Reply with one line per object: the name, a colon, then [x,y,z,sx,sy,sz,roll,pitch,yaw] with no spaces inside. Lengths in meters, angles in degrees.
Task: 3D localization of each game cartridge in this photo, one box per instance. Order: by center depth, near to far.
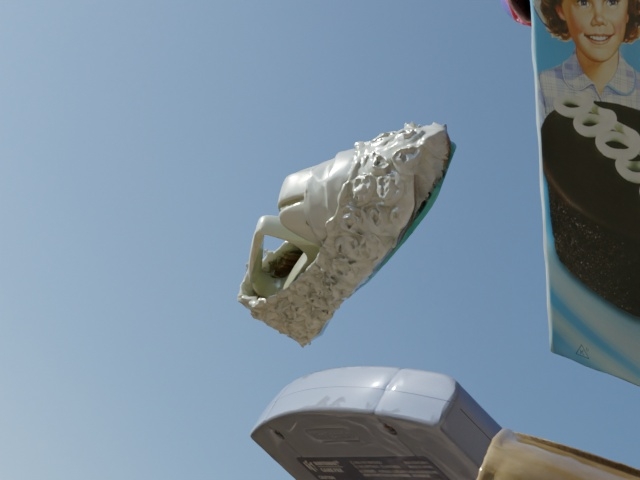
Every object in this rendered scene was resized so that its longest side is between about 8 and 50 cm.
game cartridge: [0.064,0.188,0.884,0.196,0.060,0.294,42,-29,-18]

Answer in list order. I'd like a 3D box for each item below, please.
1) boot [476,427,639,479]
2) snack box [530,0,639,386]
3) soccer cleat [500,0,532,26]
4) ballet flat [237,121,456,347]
boot: [0.225,0.173,0.584,0.269,0.089,0.236,17,-3,17]
snack box: [0.205,-0.011,0.313,0.322,0.060,0.187,19,-57,50]
soccer cleat: [0.215,-0.256,1.024,0.108,0.116,0.318,38,-3,-2]
ballet flat: [0.000,0.000,1.095,0.147,0.147,0.409,33,-34,-1]
